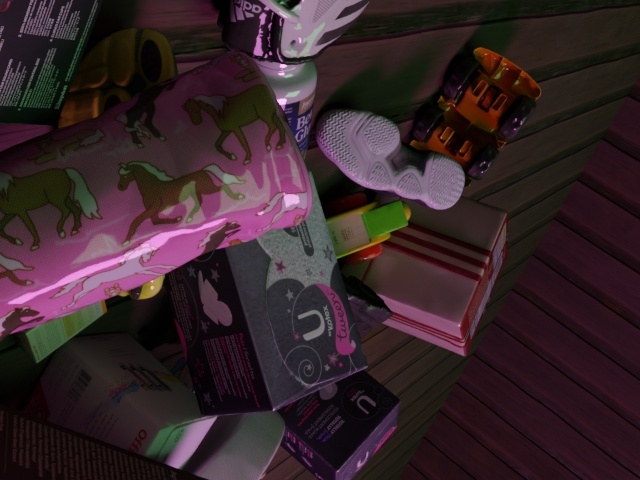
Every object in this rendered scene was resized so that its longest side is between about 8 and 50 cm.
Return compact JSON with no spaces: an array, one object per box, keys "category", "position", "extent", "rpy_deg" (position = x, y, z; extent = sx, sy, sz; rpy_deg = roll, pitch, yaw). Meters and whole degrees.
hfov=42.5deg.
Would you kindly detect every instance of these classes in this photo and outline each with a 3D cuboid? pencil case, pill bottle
[{"category":"pencil case","position":[-0.192,-0.012,0.646],"extent":[0.386,0.167,0.160],"rpy_deg":[-26,113,-11]},{"category":"pill bottle","position":[-0.053,-0.162,0.927],"extent":[0.094,0.094,0.169],"rpy_deg":[-38,154,-33]}]

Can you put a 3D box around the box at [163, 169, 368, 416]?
[{"category":"box","position":[-0.071,0.060,0.960],"extent":[0.163,0.248,0.142],"rpy_deg":[-16,-179,-43]}]

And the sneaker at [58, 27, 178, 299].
[{"category":"sneaker","position":[-0.186,-0.079,0.816],"extent":[0.124,0.109,0.296],"rpy_deg":[-72,175,-52]}]

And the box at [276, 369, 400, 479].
[{"category":"box","position":[-0.018,0.271,1.407],"extent":[0.165,0.270,0.143],"rpy_deg":[-43,155,-23]}]

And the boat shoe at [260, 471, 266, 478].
[{"category":"boat shoe","position":[-0.149,0.403,1.462],"extent":[0.113,0.103,0.302],"rpy_deg":[-46,175,-37]}]

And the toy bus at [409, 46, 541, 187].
[{"category":"toy bus","position":[0.272,-0.211,1.471],"extent":[0.220,0.149,0.211],"rpy_deg":[-54,174,9]}]

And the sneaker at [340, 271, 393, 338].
[{"category":"sneaker","position":[0.007,0.107,1.219],"extent":[0.130,0.109,0.286],"rpy_deg":[-47,146,5]}]

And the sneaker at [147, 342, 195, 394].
[{"category":"sneaker","position":[-0.172,0.192,1.097],"extent":[0.283,0.122,0.110],"rpy_deg":[-40,122,10]}]

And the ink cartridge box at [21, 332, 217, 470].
[{"category":"ink cartridge box","position":[-0.245,0.216,1.002],"extent":[0.128,0.176,0.127],"rpy_deg":[-57,157,11]}]

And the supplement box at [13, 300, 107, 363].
[{"category":"supplement box","position":[-0.287,0.080,0.902],"extent":[0.098,0.036,0.062],"rpy_deg":[-39,154,-31]}]

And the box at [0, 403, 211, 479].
[{"category":"box","position":[-0.285,0.303,0.831],"extent":[0.381,0.143,0.191],"rpy_deg":[28,100,-28]}]

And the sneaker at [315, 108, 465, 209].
[{"category":"sneaker","position":[0.079,-0.122,1.243],"extent":[0.268,0.153,0.101],"rpy_deg":[22,89,-32]}]

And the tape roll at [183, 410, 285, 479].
[{"category":"tape roll","position":[-0.217,0.365,1.179],"extent":[0.392,0.072,0.392],"rpy_deg":[-39,-174,5]}]

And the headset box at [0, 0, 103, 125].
[{"category":"headset box","position":[-0.258,-0.187,0.464],"extent":[0.293,0.110,0.218],"rpy_deg":[-12,134,-59]}]

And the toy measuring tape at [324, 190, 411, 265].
[{"category":"toy measuring tape","position":[0.000,0.000,1.295],"extent":[0.330,0.121,0.121],"rpy_deg":[-20,144,-26]}]

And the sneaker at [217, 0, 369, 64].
[{"category":"sneaker","position":[-0.032,-0.273,0.705],"extent":[0.447,0.169,0.258],"rpy_deg":[-10,131,-63]}]

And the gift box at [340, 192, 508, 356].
[{"category":"gift box","position":[0.185,0.027,1.480],"extent":[0.277,0.258,0.255],"rpy_deg":[-64,160,-19]}]
